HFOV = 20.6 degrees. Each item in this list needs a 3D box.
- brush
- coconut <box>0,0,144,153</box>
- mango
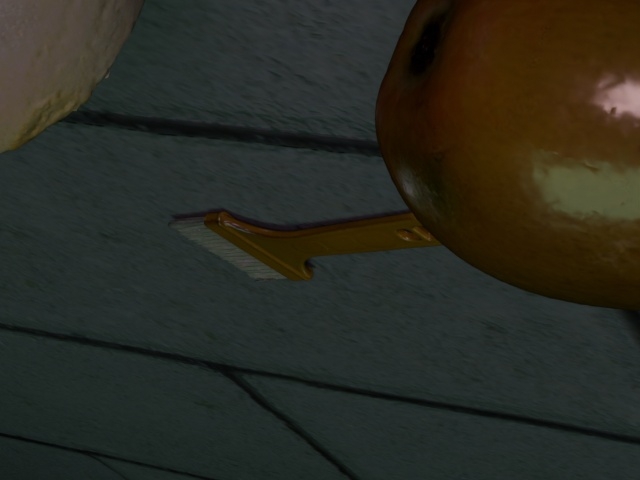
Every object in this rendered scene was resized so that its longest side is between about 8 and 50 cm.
[{"bbox_3d":[0.000,0.000,1.320,0.103,0.013,0.272,33,155,-34],"label":"brush"},{"bbox_3d":[-0.181,-0.167,0.737,0.239,0.239,0.244,17,160,6],"label":"coconut"},{"bbox_3d":[0.183,-0.048,0.801,0.317,0.173,0.211,11,160,4],"label":"mango"}]
